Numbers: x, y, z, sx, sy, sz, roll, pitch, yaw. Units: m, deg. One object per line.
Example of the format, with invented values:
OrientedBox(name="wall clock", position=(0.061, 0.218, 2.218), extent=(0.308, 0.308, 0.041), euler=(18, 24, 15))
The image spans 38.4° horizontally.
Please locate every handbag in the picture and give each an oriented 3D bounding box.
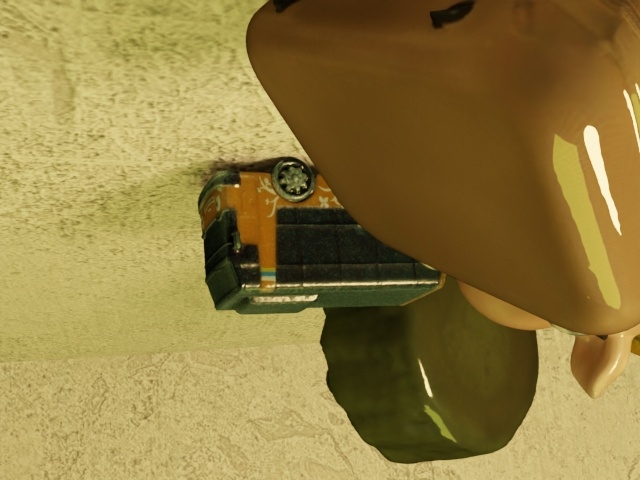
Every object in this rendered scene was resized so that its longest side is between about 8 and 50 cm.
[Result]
OrientedBox(name="handbag", position=(0.112, -0.055, 0.564), extent=(0.149, 0.283, 0.302), euler=(-40, -149, -17))

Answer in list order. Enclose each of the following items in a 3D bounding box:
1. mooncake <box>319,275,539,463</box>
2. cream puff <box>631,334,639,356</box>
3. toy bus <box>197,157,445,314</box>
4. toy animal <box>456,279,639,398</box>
OrientedBox(name="mooncake", position=(0.163, 0.148, 1.365), extent=(0.194, 0.356, 0.356), euler=(-16, 163, 39))
OrientedBox(name="cream puff", position=(0.447, 0.043, 1.226), extent=(0.324, 0.257, 0.291), euler=(-5, 166, -36))
OrientedBox(name="toy bus", position=(0.000, 0.000, 1.092), extent=(0.275, 0.167, 0.138), euler=(1, 165, -20))
OrientedBox(name="toy animal", position=(0.267, 0.009, 1.007), extent=(0.237, 0.269, 0.326), euler=(-41, 164, -19))
